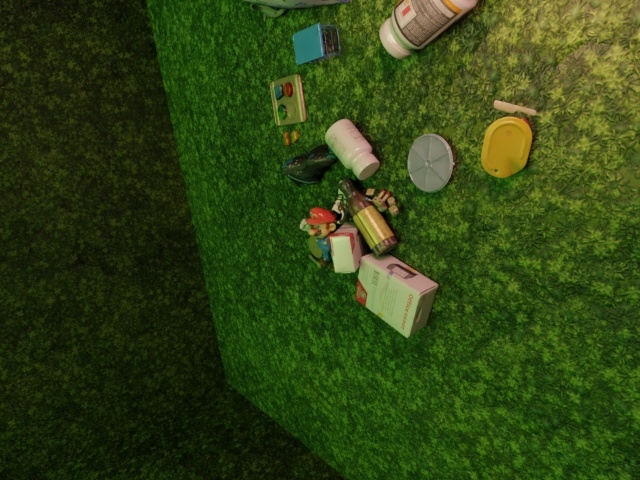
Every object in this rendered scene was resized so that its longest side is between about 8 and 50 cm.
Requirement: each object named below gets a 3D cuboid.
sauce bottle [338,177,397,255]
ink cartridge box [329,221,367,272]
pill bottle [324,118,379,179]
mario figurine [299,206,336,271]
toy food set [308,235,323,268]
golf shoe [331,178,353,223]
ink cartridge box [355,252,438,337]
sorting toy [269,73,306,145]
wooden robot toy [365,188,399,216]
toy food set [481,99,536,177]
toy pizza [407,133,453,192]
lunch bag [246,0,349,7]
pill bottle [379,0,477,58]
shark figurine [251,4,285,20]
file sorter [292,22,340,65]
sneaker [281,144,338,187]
[{"bbox_3d":[0.186,-0.104,1.771,0.344,0.111,0.111,61,143,14],"label":"sauce bottle"},{"bbox_3d":[0.123,0.024,1.809,0.092,0.218,0.159,-3,107,20],"label":"ink cartridge box"},{"bbox_3d":[0.129,-0.357,1.713,0.229,0.131,0.131,56,141,20],"label":"pill bottle"},{"bbox_3d":[0.000,0.000,1.968,0.198,0.170,0.321,-6,122,17],"label":"mario figurine"},{"bbox_3d":[-0.013,0.030,2.158,0.132,0.038,0.192,43,141,43],"label":"toy food set"},{"bbox_3d":[0.094,-0.166,1.878,0.077,0.093,0.198,12,113,51],"label":"golf shoe"},{"bbox_3d":[0.297,0.208,1.749,0.306,0.131,0.226,34,129,38],"label":"ink cartridge box"},{"bbox_3d":[-0.154,-0.609,2.043,0.229,0.041,0.307,10,113,50],"label":"sorting toy"},{"bbox_3d":[0.254,-0.145,1.723,0.173,0.076,0.079,37,167,37],"label":"wooden robot toy"},{"bbox_3d":[0.549,-0.296,1.263,0.128,0.071,0.218,15,122,22],"label":"toy food set"},{"bbox_3d":[0.383,-0.268,1.500,0.201,0.032,0.201,21,116,52],"label":"toy pizza"},{"bbox_3d":[-0.134,-0.979,1.564,0.327,0.385,0.239,21,122,47],"label":"lunch bag"},{"bbox_3d":[0.316,-0.685,1.301,0.278,0.162,0.162,-24,86,53],"label":"pill bottle"},{"bbox_3d":[-0.240,-1.035,1.909,0.278,0.116,0.166,47,139,32],"label":"shark figurine"},{"bbox_3d":[-0.015,-0.784,1.732,0.170,0.104,0.118,10,113,51],"label":"file sorter"},{"bbox_3d":[-0.027,-0.335,1.968,0.340,0.125,0.140,-5,129,50],"label":"sneaker"}]
